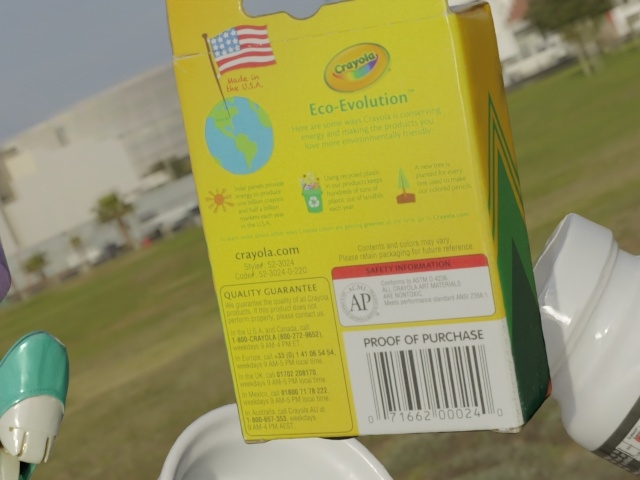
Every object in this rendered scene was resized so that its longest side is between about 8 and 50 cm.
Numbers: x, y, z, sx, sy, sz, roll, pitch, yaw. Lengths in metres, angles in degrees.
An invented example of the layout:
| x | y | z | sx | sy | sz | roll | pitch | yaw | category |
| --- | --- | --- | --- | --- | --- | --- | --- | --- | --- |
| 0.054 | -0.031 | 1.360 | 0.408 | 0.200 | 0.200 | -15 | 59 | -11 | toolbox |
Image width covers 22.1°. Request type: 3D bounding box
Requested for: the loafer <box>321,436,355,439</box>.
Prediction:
| x | y | z | sx | sy | sz | roll | pitch | yaw | category |
| --- | --- | --- | --- | --- | --- | --- | --- | --- | --- |
| 0.000 | 0.000 | 1.469 | 0.134 | 0.365 | 0.130 | 22 | -22 | -26 | loafer |

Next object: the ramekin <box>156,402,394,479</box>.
| x | y | z | sx | sy | sz | roll | pitch | yaw | category |
| --- | --- | --- | --- | --- | --- | --- | --- | --- | --- |
| -0.054 | 0.306 | 1.583 | 0.277 | 0.277 | 0.135 | -28 | -17 | -46 | ramekin |

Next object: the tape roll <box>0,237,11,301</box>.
| x | y | z | sx | sy | sz | roll | pitch | yaw | category |
| --- | --- | --- | --- | --- | --- | --- | --- | --- | --- |
| -0.487 | 0.037 | 1.813 | 0.275 | 0.090 | 0.275 | -16 | -22 | -7 | tape roll |

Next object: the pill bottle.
| x | y | z | sx | sy | sz | roll | pitch | yaw | category |
| --- | --- | --- | --- | --- | --- | --- | --- | --- | --- |
| 0.353 | 0.134 | 1.521 | 0.210 | 0.363 | 0.210 | -62 | -1 | -1 | pill bottle |

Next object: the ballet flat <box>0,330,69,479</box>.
| x | y | z | sx | sy | sz | roll | pitch | yaw | category |
| --- | --- | --- | --- | --- | --- | --- | --- | --- | --- |
| -0.297 | 0.205 | 1.585 | 0.083 | 0.087 | 0.247 | 12 | -62 | -38 | ballet flat |

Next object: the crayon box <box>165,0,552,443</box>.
| x | y | z | sx | sy | sz | roll | pitch | yaw | category |
| --- | --- | --- | --- | --- | --- | --- | --- | --- | --- |
| 0.025 | -0.033 | 1.073 | 0.202 | 0.318 | 0.081 | -5 | 11 | 24 | crayon box |
